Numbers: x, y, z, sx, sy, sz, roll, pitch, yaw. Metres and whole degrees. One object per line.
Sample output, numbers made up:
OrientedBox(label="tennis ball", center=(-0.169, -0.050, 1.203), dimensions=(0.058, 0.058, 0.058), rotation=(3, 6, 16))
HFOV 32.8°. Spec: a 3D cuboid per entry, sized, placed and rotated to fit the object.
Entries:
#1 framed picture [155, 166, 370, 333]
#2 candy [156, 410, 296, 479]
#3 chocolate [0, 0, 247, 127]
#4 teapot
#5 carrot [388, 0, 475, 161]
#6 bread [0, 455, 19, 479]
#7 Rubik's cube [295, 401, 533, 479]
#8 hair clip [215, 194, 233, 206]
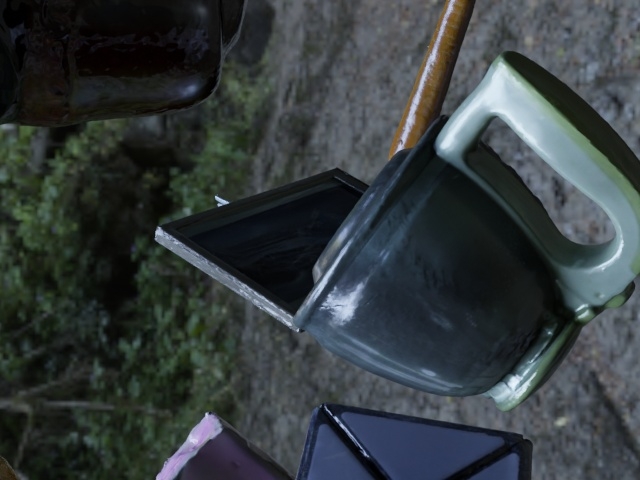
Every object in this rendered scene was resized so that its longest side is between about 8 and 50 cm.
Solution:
OrientedBox(label="framed picture", center=(0.000, 0.000, 1.798), dimensions=(0.446, 0.326, 0.028), rotation=(-22, -47, -45))
OrientedBox(label="candy", center=(-0.126, 0.421, 1.792), dimensions=(0.155, 0.265, 0.116), rotation=(-50, 18, -7))
OrientedBox(label="chocolate", center=(-0.266, -0.300, 1.406), dimensions=(0.383, 0.331, 0.384), rotation=(-170, 90, -72))
OrientedBox(label="teapot", center=(0.150, 0.007, 0.991), dimensions=(0.322, 0.239, 0.239), rotation=(-56, -1, 14))
OrientedBox(label="carrot", center=(0.124, -0.173, 1.179), dimensions=(0.043, 0.043, 0.248), rotation=(-90, 17, -66))
OrientedBox(label="bread", center=(-0.537, 0.389, 1.529), dimensions=(0.120, 0.236, 0.198), rotation=(30, 137, 48))
OrientedBox(label="Rubik's cube", center=(0.089, 0.359, 1.198), dimensions=(0.255, 0.260, 0.259), rotation=(-76, -7, -47))
OrientedBox(label="hair clip", center=(-0.148, -0.070, 2.061), dimensions=(0.039, 0.115, 0.030), rotation=(-42, -48, -46))
